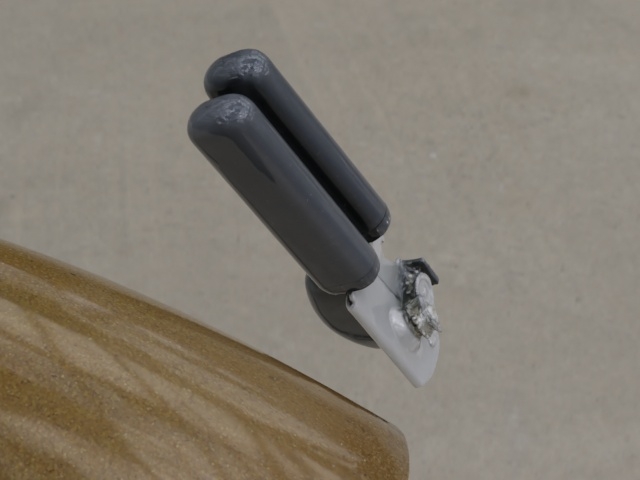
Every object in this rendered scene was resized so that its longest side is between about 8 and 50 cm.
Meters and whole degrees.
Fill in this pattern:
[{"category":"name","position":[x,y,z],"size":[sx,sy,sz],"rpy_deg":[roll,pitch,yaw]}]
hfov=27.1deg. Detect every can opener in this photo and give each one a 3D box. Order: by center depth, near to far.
[{"category":"can opener","position":[0.000,0.000,0.834],"size":[0.093,0.280,0.074],"rpy_deg":[-10,48,27]}]

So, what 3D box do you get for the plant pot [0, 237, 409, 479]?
[{"category":"plant pot","position":[-0.130,0.106,0.604],"size":[0.254,0.237,0.237],"rpy_deg":[39,44,-11]}]
